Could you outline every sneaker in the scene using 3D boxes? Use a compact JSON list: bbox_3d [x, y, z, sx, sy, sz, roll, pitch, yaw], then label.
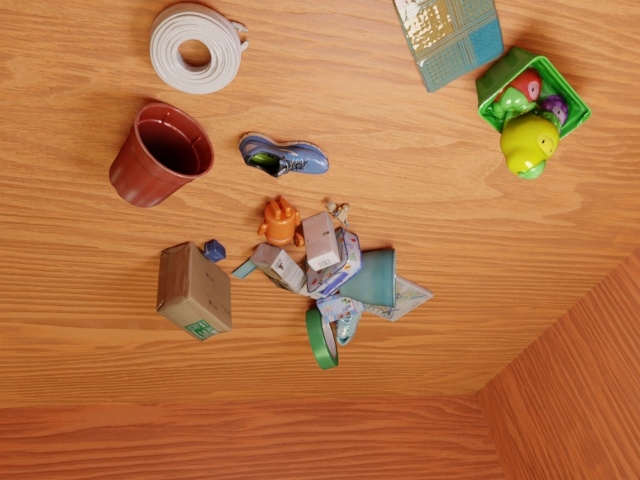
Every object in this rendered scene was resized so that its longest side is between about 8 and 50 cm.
[{"bbox_3d":[-0.125,-0.272,1.669,0.330,0.147,0.130,6,137,-19],"label":"sneaker"},{"bbox_3d":[0.141,0.443,2.520,0.135,0.150,0.366,12,141,15],"label":"sneaker"},{"bbox_3d":[-0.079,-0.006,2.002,0.067,0.175,0.064,-5,96,-5],"label":"sneaker"}]

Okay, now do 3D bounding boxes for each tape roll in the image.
[{"bbox_3d":[0.010,0.505,2.457,0.077,0.321,0.321,-17,139,8],"label":"tape roll"}]

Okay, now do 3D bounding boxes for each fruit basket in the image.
[{"bbox_3d":[0.694,-0.392,1.538,0.392,0.392,0.283,25,129,-34],"label":"fruit basket"}]

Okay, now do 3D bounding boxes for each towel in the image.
[{"bbox_3d":[0.391,-0.654,1.424,0.271,0.040,0.370,-25,135,15],"label":"towel"}]

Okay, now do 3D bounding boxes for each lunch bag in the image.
[{"bbox_3d":[0.051,0.109,2.070,0.115,0.243,0.303,23,129,-32],"label":"lunch bag"},{"bbox_3d":[-0.459,0.047,2.027,0.065,0.067,0.098,-24,137,15],"label":"lunch bag"}]

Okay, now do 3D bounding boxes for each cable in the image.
[{"bbox_3d":[-0.358,-0.540,1.356,0.257,0.089,0.257,19,132,-30],"label":"cable"}]

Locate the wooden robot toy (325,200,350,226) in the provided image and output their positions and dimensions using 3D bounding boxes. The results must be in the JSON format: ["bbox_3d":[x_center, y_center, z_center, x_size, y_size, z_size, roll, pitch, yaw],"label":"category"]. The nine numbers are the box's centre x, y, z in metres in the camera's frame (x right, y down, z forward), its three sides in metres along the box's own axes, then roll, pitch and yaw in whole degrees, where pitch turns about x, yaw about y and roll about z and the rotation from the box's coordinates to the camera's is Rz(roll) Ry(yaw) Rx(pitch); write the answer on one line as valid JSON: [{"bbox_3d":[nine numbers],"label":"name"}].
[{"bbox_3d":[0.084,-0.128,1.960,0.079,0.076,0.173,-53,133,-6],"label":"wooden robot toy"}]

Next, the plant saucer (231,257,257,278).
[{"bbox_3d":[-0.323,0.115,2.173,0.192,0.018,0.067,-37,132,27],"label":"plant saucer"}]

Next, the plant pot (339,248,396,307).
[{"bbox_3d":[0.219,0.174,2.183,0.255,0.272,0.272,0,140,10],"label":"plant pot"}]

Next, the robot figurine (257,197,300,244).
[{"bbox_3d":[-0.168,-0.068,1.911,0.128,0.158,0.219,22,140,13],"label":"robot figurine"}]

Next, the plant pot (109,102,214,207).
[{"bbox_3d":[-0.535,-0.255,1.537,0.272,0.272,0.265,28,135,-36],"label":"plant pot"}]

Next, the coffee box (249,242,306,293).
[{"bbox_3d":[-0.181,0.126,2.108,0.141,0.098,0.246,16,156,37],"label":"coffee box"}]

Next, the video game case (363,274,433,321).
[{"bbox_3d":[0.391,0.314,2.536,0.329,0.036,0.300,26,128,-34],"label":"video game case"}]

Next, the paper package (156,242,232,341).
[{"bbox_3d":[-0.537,0.227,2.033,0.168,0.309,0.325,-21,140,12],"label":"paper package"}]

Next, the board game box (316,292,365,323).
[{"bbox_3d":[0.103,0.326,2.351,0.211,0.039,0.160,-20,133,2],"label":"board game box"}]

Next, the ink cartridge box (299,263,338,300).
[{"bbox_3d":[-0.023,0.203,2.284,0.203,0.086,0.148,21,131,-33],"label":"ink cartridge box"}]

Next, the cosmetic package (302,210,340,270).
[{"bbox_3d":[0.000,0.000,1.943,0.117,0.231,0.085,-22,138,13],"label":"cosmetic package"}]
